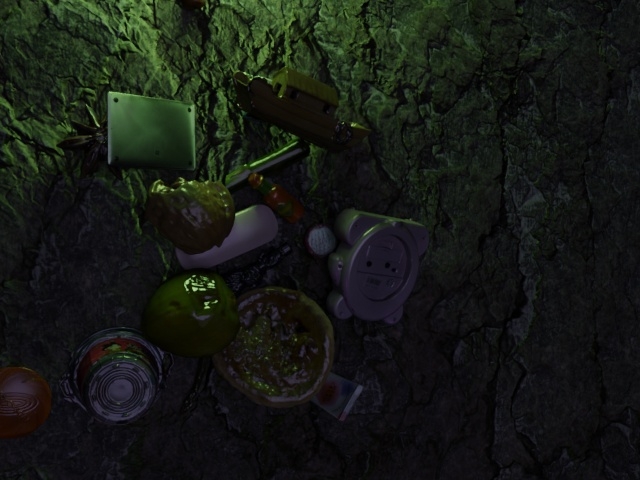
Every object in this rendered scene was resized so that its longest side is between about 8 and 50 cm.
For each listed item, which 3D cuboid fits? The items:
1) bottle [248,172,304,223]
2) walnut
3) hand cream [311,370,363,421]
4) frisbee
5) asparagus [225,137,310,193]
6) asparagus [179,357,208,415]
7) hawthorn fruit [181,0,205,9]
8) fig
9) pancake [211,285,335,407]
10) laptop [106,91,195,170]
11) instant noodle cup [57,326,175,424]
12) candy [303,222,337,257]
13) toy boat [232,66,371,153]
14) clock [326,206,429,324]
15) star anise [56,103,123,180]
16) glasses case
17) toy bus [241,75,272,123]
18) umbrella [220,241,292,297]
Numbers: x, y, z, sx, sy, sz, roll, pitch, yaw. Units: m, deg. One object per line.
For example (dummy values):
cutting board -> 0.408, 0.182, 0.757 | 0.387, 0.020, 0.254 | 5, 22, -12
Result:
bottle -> -0.128, -0.123, 1.885 | 0.187, 0.069, 0.069 | 39, 81, -30
walnut -> -0.344, -0.074, 1.760 | 0.238, 0.141, 0.204 | -2, 71, -7
hand cream -> -0.027, 0.414, 1.976 | 0.341, 0.078, 0.124 | 34, 82, -22
frisbee -> -0.797, 0.422, 1.733 | 0.192, 0.035, 0.192 | -1, 94, -19
asparagus -> -0.158, -0.210, 1.899 | 0.278, 0.060, 0.067 | -26, 118, -15
asparagus -> -0.345, 0.381, 1.885 | 0.034, 0.027, 0.236 | 18, 88, -14
hawthorn fruit -> -0.347, -0.673, 1.805 | 0.067, 0.067, 0.103 | -10, 94, -18
fig -> -0.350, 0.202, 1.770 | 0.271, 0.239, 0.239 | -27, 102, 10
pancake -> -0.130, 0.290, 1.876 | 0.356, 0.065, 0.356 | 0, 74, -1
laptop -> -0.437, -0.281, 1.757 | 0.269, 0.015, 0.187 | -3, 94, -48
instant noodle cup -> -0.522, 0.368, 1.744 | 0.302, 0.181, 0.258 | -26, 102, -15
candy -> 0.000, 0.000, 1.970 | 0.103, 0.043, 0.103 | 0, 91, -18
toy boat -> -0.044, -0.365, 1.844 | 0.445, 0.136, 0.162 | 18, 102, -39
clock -> 0.159, 0.081, 1.974 | 0.296, 0.113, 0.322 | 9, 99, -28
star anise -> -0.558, -0.265, 1.749 | 0.229, 0.093, 0.236 | 16, 84, -13
glasses case -> -0.260, -0.007, 1.865 | 0.297, 0.075, 0.113 | -23, 99, -15
toy bus -> -0.174, -0.394, 1.872 | 0.060, 0.075, 0.123 | 15, 88, -19
umbrella -> -0.174, 0.081, 1.902 | 0.224, 0.071, 0.080 | -34, 108, -15
